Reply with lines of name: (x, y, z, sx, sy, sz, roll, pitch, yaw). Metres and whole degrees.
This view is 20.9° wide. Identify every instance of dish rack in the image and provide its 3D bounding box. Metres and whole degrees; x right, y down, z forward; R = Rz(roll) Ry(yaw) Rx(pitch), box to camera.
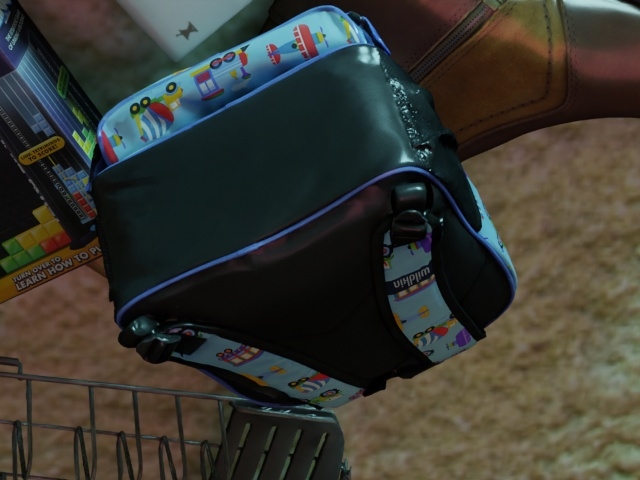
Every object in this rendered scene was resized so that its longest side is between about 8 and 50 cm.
dish rack: (-0.122, 0.158, 0.898, 0.271, 0.074, 0.208, 8, 125, -18)

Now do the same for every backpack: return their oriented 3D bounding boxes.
backpack: (0.000, 0.000, 0.764, 0.158, 0.117, 0.173, -26, 150, 14)

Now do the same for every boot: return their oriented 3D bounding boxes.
boot: (0.060, -0.029, 0.845, 0.264, 0.096, 0.280, 28, 109, -24)

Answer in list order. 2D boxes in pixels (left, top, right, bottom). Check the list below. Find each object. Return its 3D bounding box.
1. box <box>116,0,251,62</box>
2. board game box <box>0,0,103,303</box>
box: (-0.063, -0.155, 0.755, 0.102, 0.087, 0.101, -38, 119, 8)
board game box: (-0.185, -0.031, 0.792, 0.170, 0.048, 0.141, -25, 121, 18)
